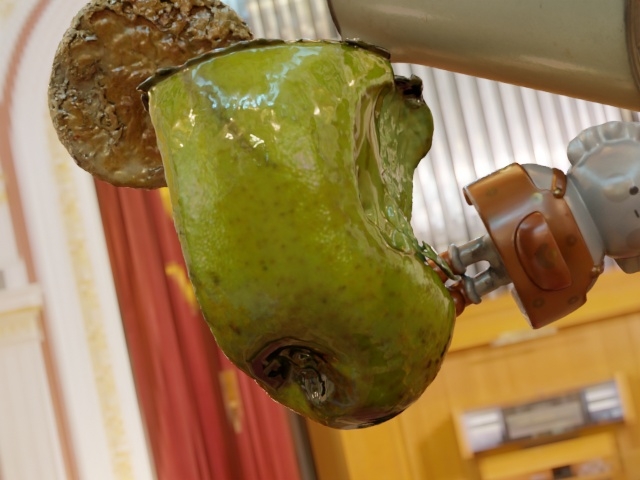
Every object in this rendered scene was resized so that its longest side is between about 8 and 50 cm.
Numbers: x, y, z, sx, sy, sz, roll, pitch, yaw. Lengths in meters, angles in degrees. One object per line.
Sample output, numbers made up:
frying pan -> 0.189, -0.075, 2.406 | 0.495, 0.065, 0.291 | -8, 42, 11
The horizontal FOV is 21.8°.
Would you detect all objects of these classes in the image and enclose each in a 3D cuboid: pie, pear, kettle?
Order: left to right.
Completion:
pie -> -0.200, -0.185, 2.038 | 0.274, 0.274, 0.055 | -12, 10, 2
pear -> 0.000, 0.000, 1.188 | 0.164, 0.255, 0.238 | -17, -21, 21
kettle -> 0.224, -0.321, 1.660 | 0.376, 0.361, 0.250 | 13, -7, 38

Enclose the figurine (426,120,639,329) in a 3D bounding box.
figurine -> 0.214, -0.018, 1.398 | 0.271, 0.143, 0.143 | -30, -2, -14
